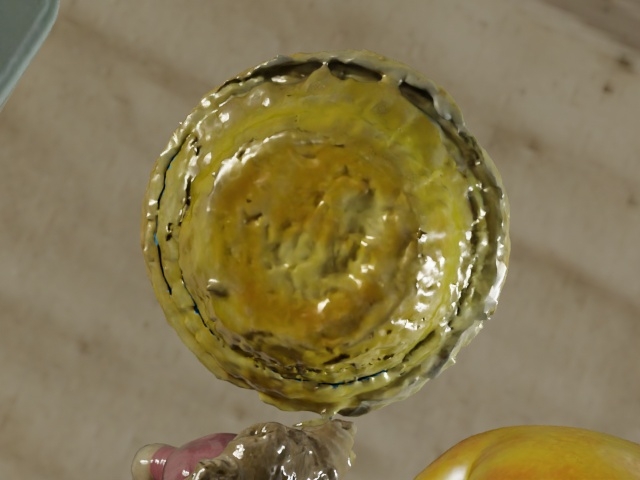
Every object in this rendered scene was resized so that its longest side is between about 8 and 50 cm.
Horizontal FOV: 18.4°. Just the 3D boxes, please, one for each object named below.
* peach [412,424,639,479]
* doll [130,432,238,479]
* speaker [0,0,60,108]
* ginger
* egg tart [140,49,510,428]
[{"bbox_3d":[0.109,0.174,0.845,0.192,0.190,0.190,34,-22,-10],"label":"peach"},{"bbox_3d":[-0.095,0.313,1.854,0.196,0.256,0.152,-5,-17,10],"label":"doll"},{"bbox_3d":[-0.387,-0.164,1.249,0.406,0.183,0.184,30,-38,-6],"label":"speaker"},{"bbox_3d":[-0.092,0.265,1.655,0.080,0.333,0.166,28,-16,50],"label":"ginger"},{"bbox_3d":[0.000,0.000,1.967,0.388,0.388,0.169,21,10,5],"label":"egg tart"}]
